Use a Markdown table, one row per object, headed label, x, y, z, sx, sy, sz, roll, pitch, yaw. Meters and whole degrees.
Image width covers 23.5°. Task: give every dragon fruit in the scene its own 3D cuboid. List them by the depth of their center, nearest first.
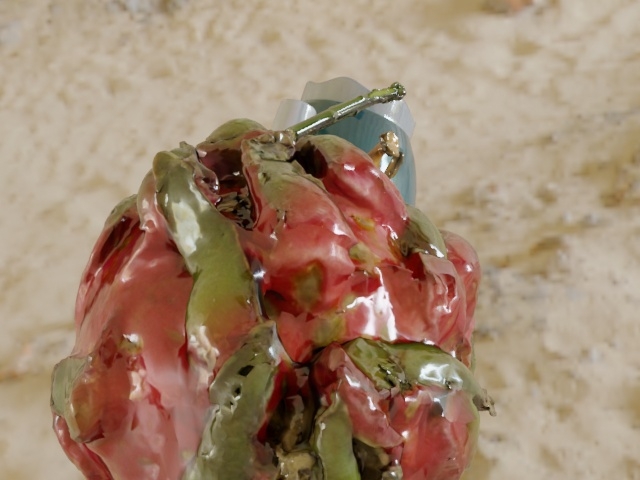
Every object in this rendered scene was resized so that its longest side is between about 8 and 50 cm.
| label | x | y | z | sx | sy | sz | roll | pitch | yaw |
| --- | --- | --- | --- | --- | --- | --- | --- | --- | --- |
| dragon fruit | -0.022 | 0.062 | 0.825 | 0.231 | 0.237 | 0.302 | 28 | 7 | -7 |

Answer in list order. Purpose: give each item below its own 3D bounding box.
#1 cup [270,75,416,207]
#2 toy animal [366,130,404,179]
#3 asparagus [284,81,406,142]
| label | x | y | z | sx | sy | sz | roll | pitch | yaw |
| --- | --- | --- | --- | --- | --- | --- | --- | --- | --- |
| cup | 0.013 | -0.048 | 1.385 | 0.167 | 0.299 | 0.173 | 13 | 72 | 20 |
| toy animal | 0.003 | 0.008 | 1.140 | 0.116 | 0.114 | 0.255 | -19 | 13 | 39 |
| asparagus | 0.020 | -0.096 | 1.143 | 0.015 | 0.018 | 0.127 | 32 | 40 | 32 |
